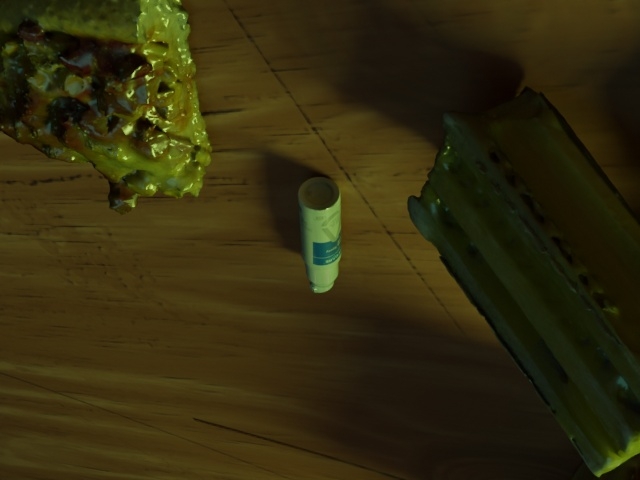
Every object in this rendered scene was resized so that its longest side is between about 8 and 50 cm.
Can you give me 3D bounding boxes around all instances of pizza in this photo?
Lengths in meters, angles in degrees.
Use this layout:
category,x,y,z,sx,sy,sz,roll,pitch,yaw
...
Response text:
category,x,y,z,sx,sy,sz,roll,pitch,yaw
pizza,-0.172,-0.105,1.034,0.289,0.081,0.229,-13,130,46

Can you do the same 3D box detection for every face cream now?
category,x,y,z,sx,sy,sz,roll,pitch,yaw
face cream,0.000,0.000,1.093,0.034,0.034,0.130,20,148,14

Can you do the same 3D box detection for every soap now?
category,x,y,z,sx,sy,sz,roll,pitch,yaw
soap,0.157,0.024,0.864,0.233,0.076,0.135,54,156,19

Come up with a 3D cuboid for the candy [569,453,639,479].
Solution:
category,x,y,z,sx,sy,sz,roll,pitch,yaw
candy,0.258,0.296,1.178,0.135,0.179,0.321,25,149,8
